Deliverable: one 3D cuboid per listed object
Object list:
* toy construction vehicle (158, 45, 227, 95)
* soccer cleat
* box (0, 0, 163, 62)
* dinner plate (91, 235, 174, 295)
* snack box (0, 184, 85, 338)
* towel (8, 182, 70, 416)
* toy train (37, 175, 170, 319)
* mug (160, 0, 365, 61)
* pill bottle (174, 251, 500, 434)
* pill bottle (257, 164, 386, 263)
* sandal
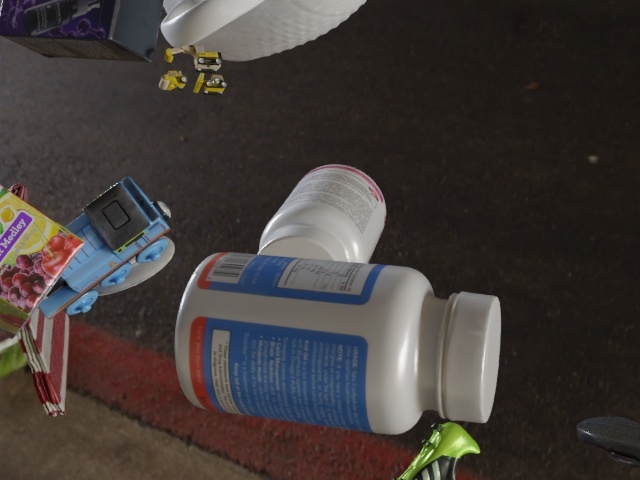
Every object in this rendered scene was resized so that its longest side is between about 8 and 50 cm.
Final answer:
[{"bbox_3d":[-0.180,-0.245,1.330,0.098,0.086,0.035,-2,67,-20],"label":"toy construction vehicle"},{"bbox_3d":[0.132,0.314,1.181,0.072,0.060,0.179,39,89,-4],"label":"soccer cleat"},{"bbox_3d":[-0.335,-0.344,1.319,0.207,0.108,0.153,6,85,24],"label":"box"},{"bbox_3d":[-0.248,0.024,1.133,0.141,0.017,0.141,-13,28,7],"label":"dinner plate"},{"bbox_3d":[-0.285,-0.018,0.667,0.207,0.174,0.070,37,68,-11],"label":"snack box"},{"bbox_3d":[-0.466,0.102,1.521,0.037,0.328,0.237,-7,43,-4],"label":"towel"},{"bbox_3d":[-0.248,0.011,1.021,0.184,0.105,0.080,-36,76,-5],"label":"toy train"},{"bbox_3d":[-0.091,-0.411,1.428,0.374,0.276,0.328,-44,25,-28],"label":"mug"},{"bbox_3d":[0.016,0.077,0.688,0.222,0.124,0.124,5,42,18],"label":"pill bottle"},{"bbox_3d":[0.000,0.000,1.413,0.161,0.160,0.283,3,23,13],"label":"pill bottle"},{"bbox_3d":[0.506,0.334,1.456,0.097,0.054,0.255,-9,12,-33],"label":"sandal"}]
